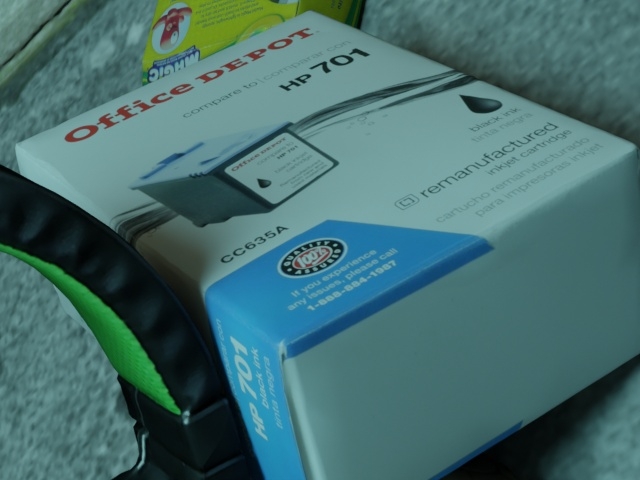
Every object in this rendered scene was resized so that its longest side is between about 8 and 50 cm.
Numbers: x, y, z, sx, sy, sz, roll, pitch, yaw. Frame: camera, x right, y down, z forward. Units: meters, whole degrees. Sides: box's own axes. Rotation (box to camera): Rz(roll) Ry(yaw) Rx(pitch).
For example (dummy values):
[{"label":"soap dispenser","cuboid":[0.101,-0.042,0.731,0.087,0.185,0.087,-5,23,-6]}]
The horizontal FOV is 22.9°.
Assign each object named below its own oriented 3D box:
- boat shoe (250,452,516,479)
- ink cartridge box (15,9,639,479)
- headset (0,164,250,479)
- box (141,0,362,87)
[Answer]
[{"label":"boat shoe","cuboid":[-0.014,0.086,0.576,0.190,0.068,0.072,23,100,51]},{"label":"ink cartridge box","cuboid":[0.000,0.000,0.547,0.139,0.082,0.190,-28,35,-23]},{"label":"headset","cuboid":[-0.141,0.153,0.491,0.185,0.243,0.394,23,127,56]},{"label":"box","cuboid":[-0.022,-0.139,0.732,0.105,0.043,0.179,-8,60,44]}]
